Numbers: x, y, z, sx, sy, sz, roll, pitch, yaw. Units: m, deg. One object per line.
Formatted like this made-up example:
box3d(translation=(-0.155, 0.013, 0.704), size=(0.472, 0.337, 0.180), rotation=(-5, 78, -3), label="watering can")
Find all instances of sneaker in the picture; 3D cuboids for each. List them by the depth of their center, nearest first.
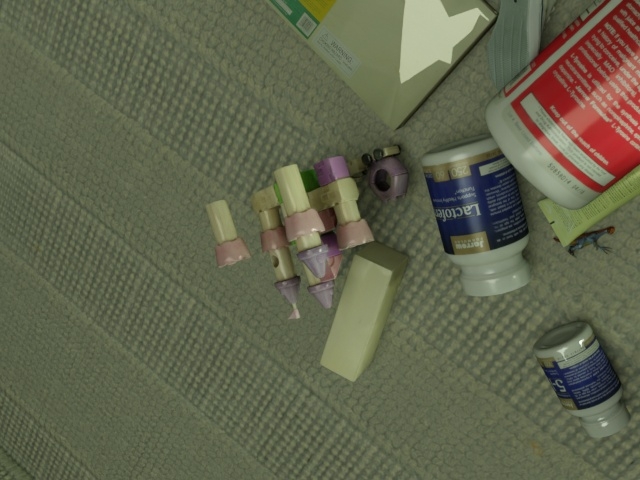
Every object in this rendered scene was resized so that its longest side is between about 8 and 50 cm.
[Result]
box3d(translation=(0.340, -0.361, 1.090), size=(0.094, 0.091, 0.258), rotation=(41, 146, 37), label="sneaker")

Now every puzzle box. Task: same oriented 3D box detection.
box3d(translation=(0.087, -0.440, 1.219), size=(0.409, 0.052, 0.272), rotation=(47, 121, 7), label="puzzle box")

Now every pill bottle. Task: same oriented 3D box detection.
box3d(translation=(0.462, -0.252, 0.982), size=(0.229, 0.229, 0.407), rotation=(49, 121, 5), label="pill bottle")
box3d(translation=(0.282, -0.045, 1.189), size=(0.153, 0.153, 0.265), rotation=(-12, 101, 30), label="pill bottle")
box3d(translation=(0.476, 0.252, 1.210), size=(0.112, 0.112, 0.187), rotation=(-28, 92, 31), label="pill bottle")

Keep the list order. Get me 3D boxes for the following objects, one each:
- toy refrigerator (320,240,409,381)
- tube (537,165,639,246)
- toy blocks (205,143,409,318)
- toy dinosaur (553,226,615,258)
box3d(translation=(0.085, 0.144, 1.383), size=(0.094, 0.102, 0.270), rotation=(24, 117, 18), label="toy refrigerator")
box3d(translation=(0.487, -0.089, 1.128), size=(0.062, 0.070, 0.240), rotation=(35, 127, -24), label="tube")
box3d(translation=(0.000, 0.000, 1.255), size=(0.288, 0.308, 0.260), rotation=(-20, 88, 48), label="toy blocks")
box3d(translation=(0.469, -0.004, 1.173), size=(0.090, 0.047, 0.082), rotation=(45, 103, 19), label="toy dinosaur")
